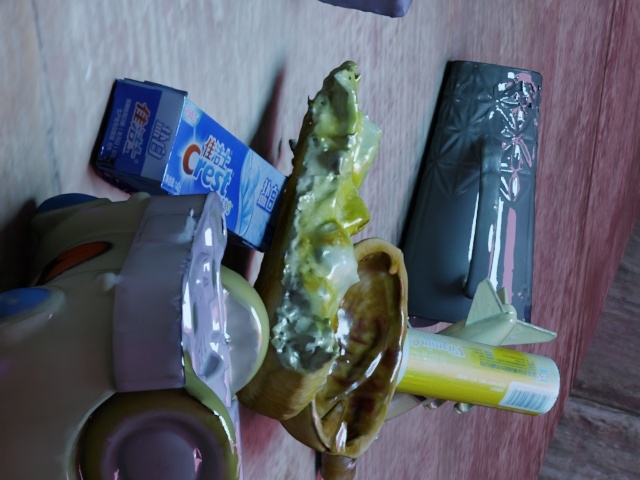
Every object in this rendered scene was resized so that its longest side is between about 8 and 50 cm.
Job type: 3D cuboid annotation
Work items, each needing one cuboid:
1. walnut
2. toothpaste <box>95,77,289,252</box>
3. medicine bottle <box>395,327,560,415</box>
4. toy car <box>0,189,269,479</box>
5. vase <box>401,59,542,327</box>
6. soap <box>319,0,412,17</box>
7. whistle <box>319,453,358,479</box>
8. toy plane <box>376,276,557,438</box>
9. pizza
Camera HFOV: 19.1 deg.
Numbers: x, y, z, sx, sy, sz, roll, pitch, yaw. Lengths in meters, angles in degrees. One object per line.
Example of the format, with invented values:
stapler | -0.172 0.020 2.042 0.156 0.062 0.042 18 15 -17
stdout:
walnut | 0.005 0.094 1.686 0.167 0.087 0.211 58 44 -43
toothpaste | -0.082 -0.045 1.309 0.272 0.053 0.066 36 70 -74
medicine bottle | 0.131 0.126 1.835 0.218 0.074 0.074 13 93 -33
toy car | -0.139 0.156 1.077 0.242 0.226 0.336 -83 167 -72
vase | 0.170 -0.040 2.049 0.251 0.156 0.300 -122 -140 -87
soap | 0.062 -0.364 1.407 0.285 0.107 0.296 82 27 -57
whistle | 0.023 0.167 1.902 0.220 0.057 0.107 96 4 -47
toy plane | 0.114 0.130 1.947 0.244 0.229 0.092 -38 -149 24
pizza | 0.000 0.000 1.461 0.280 0.075 0.287 178 -72 -82
